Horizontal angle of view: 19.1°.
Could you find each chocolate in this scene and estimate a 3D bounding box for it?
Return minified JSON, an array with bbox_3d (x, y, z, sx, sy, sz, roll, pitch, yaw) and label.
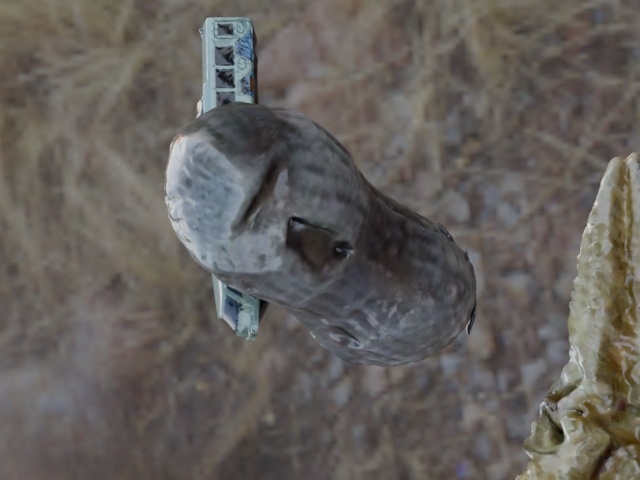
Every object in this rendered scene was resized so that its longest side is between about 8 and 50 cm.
[{"bbox_3d":[0.000,0.000,1.118,0.110,0.248,0.110,-23,48,28],"label":"chocolate"}]

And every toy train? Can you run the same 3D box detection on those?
[{"bbox_3d":[-0.056,-0.038,1.207,0.043,0.047,0.207,114,154,-72],"label":"toy train"}]

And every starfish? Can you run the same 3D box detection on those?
[{"bbox_3d":[0.226,0.168,1.087,0.082,0.324,0.432,122,164,-74],"label":"starfish"}]
